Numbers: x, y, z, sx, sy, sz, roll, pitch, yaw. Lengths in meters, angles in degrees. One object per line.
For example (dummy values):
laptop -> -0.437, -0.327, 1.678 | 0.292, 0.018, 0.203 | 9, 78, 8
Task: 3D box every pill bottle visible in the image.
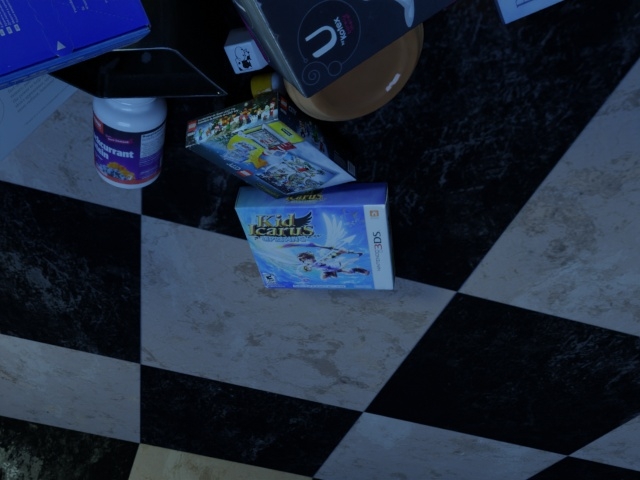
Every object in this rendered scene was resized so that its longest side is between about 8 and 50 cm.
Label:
pill bottle -> -0.294, -0.180, 0.894 | 0.108, 0.108, 0.194 | 15, 140, -8

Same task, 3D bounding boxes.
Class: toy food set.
toy food set -> -0.064, -0.286, 0.724 | 0.104, 0.111, 0.232 | -6, 138, 16

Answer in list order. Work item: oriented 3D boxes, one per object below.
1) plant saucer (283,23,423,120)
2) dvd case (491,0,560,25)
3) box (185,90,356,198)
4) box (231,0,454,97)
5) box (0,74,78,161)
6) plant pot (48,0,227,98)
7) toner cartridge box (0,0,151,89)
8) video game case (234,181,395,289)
plant saucer -> 0.049, -0.233, 0.757 | 0.199, 0.037, 0.200 | -18, 144, -14
dvd case -> 0.295, -0.365, 0.637 | 0.252, 0.022, 0.180 | -16, 135, 27
box -> -0.067, -0.134, 0.883 | 0.159, 0.044, 0.233 | -10, 160, 28
box -> 0.038, -0.299, 0.577 | 0.270, 0.143, 0.165 | -34, 130, -2
box -> -0.439, -0.284, 0.661 | 0.168, 0.215, 0.345 | 23, 147, 10
plant pot -> -0.225, -0.276, 0.694 | 0.187, 0.167, 0.188 | 1, 178, 9
toner cartridge box -> -0.294, -0.313, 0.474 | 0.075, 0.165, 0.348 | 17, 132, 61
video game case -> 0.000, 0.000, 1.094 | 0.269, 0.061, 0.244 | -1, 138, 11
